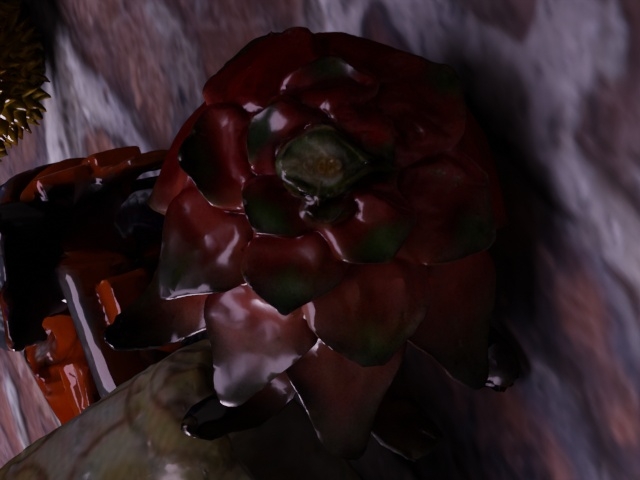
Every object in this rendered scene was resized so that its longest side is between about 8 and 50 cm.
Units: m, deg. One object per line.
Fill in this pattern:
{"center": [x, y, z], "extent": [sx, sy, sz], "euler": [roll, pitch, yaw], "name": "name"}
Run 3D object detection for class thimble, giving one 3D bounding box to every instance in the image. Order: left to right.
{"center": [-0.043, 0.144, 0.748], "extent": [0.190, 0.143, 0.137], "euler": [49, -167, -15], "name": "thimble"}

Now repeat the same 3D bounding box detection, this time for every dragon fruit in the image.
{"center": [0.005, -0.002, 0.667], "extent": [0.130, 0.121, 0.142], "euler": [35, 120, 29], "name": "dragon fruit"}

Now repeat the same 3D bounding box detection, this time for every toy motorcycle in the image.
{"center": [-0.099, 0.113, 0.909], "extent": [0.221, 0.148, 0.325], "euler": [12, 109, 50], "name": "toy motorcycle"}

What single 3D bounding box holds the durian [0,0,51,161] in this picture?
{"center": [-0.220, -0.106, 1.064], "extent": [0.168, 0.137, 0.158], "euler": [47, 161, 60], "name": "durian"}
